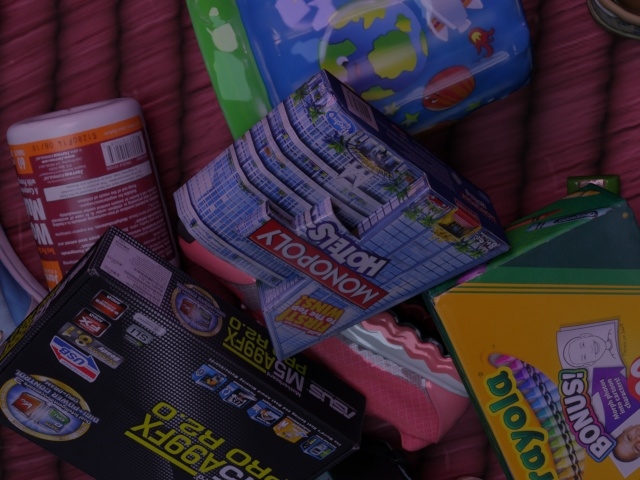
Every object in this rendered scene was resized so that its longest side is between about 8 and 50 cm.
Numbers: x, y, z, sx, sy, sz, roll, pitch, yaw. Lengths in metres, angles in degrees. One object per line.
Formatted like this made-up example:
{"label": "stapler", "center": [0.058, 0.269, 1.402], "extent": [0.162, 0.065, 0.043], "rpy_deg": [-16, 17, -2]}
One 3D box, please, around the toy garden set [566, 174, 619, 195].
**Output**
{"label": "toy garden set", "center": [0.333, 0.046, 0.892], "extent": [0.244, 0.049, 0.204], "rpy_deg": [-2, 105, 14]}

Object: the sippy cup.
{"label": "sippy cup", "center": [0.036, -0.164, 0.825], "extent": [0.224, 0.240, 0.305], "rpy_deg": [-19, 140, 7]}

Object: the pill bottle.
{"label": "pill bottle", "center": [-0.195, -0.009, 0.965], "extent": [0.121, 0.121, 0.221], "rpy_deg": [-9, 103, 16]}

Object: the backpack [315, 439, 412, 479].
{"label": "backpack", "center": [0.034, 0.300, 0.969], "extent": [0.144, 0.166, 0.188], "rpy_deg": [-14, 115, -21]}

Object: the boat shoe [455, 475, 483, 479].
{"label": "boat shoe", "center": [0.190, 0.282, 0.988], "extent": [0.170, 0.059, 0.063], "rpy_deg": [26, 110, 5]}

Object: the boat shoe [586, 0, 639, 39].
{"label": "boat shoe", "center": [0.344, -0.171, 0.807], "extent": [0.285, 0.089, 0.105], "rpy_deg": [6, 106, 11]}

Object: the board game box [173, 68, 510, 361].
{"label": "board game box", "center": [0.000, 0.000, 0.771], "extent": [0.194, 0.060, 0.194], "rpy_deg": [-38, 133, 24]}

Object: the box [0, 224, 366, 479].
{"label": "box", "center": [-0.130, 0.136, 0.916], "extent": [0.270, 0.060, 0.216], "rpy_deg": [37, 125, -18]}

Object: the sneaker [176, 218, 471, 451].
{"label": "sneaker", "center": [-0.004, 0.083, 0.949], "extent": [0.314, 0.116, 0.136], "rpy_deg": [30, 111, 4]}

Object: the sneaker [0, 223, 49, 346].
{"label": "sneaker", "center": [-0.346, 0.077, 0.979], "extent": [0.127, 0.208, 0.319], "rpy_deg": [-29, 98, 18]}

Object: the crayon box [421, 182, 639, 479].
{"label": "crayon box", "center": [0.206, 0.115, 0.860], "extent": [0.165, 0.081, 0.278], "rpy_deg": [-26, 106, 0]}
